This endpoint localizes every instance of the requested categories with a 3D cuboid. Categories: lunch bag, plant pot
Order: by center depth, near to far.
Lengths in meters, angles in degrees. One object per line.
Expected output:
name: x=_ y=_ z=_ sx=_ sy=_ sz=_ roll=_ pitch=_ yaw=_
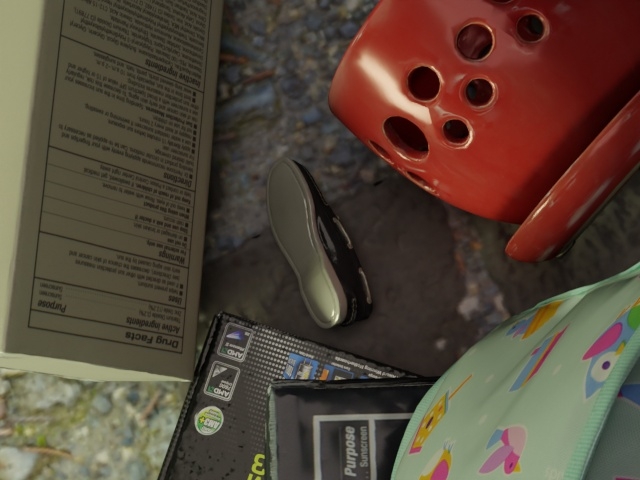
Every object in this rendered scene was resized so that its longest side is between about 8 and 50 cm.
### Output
lunch bag: x=0.108 y=0.137 z=0.475 sx=0.160 sy=0.223 sz=0.262 roll=13 pitch=78 yaw=-6
plant pot: x=0.129 y=-0.098 z=0.756 sx=0.174 sy=0.191 sz=0.191 roll=41 pitch=88 yaw=10

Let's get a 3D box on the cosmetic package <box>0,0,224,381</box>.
cosmetic package: x=-0.160 y=-0.068 z=0.802 sx=0.113 sy=0.160 sz=0.309 roll=-4 pitch=75 yaw=39

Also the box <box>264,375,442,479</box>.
box: x=0.117 y=0.221 z=0.664 sx=0.294 sy=0.183 sz=0.296 roll=0 pitch=80 yaw=-4

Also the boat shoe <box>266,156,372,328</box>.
boat shoe: x=0.000 y=0.000 z=0.835 sx=0.046 sy=0.038 sz=0.125 roll=-44 pitch=62 yaw=43

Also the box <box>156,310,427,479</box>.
box: x=-0.008 y=0.161 z=0.797 sx=0.191 sy=0.045 sz=0.184 roll=18 pitch=79 yaw=12
